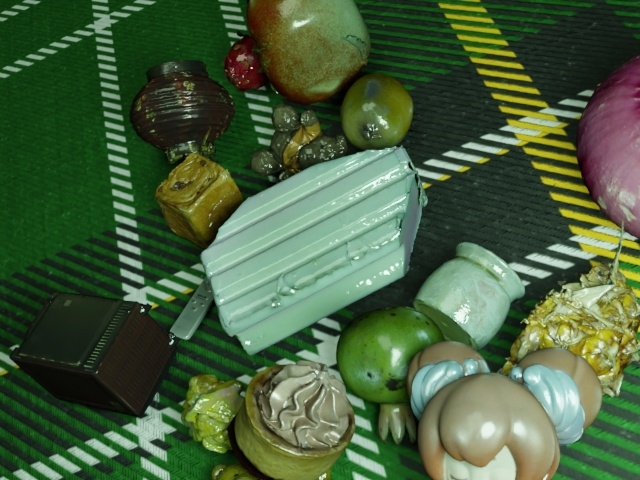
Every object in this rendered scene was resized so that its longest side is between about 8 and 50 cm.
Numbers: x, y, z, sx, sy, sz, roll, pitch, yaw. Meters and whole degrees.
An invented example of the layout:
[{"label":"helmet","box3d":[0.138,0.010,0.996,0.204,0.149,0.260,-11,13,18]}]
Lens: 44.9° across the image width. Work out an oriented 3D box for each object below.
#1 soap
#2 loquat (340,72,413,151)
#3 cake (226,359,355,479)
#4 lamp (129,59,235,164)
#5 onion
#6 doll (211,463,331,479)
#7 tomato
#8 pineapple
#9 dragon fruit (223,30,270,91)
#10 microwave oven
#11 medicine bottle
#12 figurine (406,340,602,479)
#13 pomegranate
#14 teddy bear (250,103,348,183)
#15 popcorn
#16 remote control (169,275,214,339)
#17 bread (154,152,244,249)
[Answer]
[{"label":"soap","box3d":[0.000,0.000,1.484,0.446,0.156,0.261,-29,51,4]},{"label":"loquat","box3d":[0.119,-0.273,1.623,0.152,0.152,0.195,-3,45,22]},{"label":"cake","box3d":[-0.041,0.275,1.261,0.208,0.178,0.185,8,37,-9]},{"label":"lamp","box3d":[-0.315,-0.288,1.781,0.247,0.247,0.247,-12,55,17]},{"label":"onion","box3d":[0.606,-0.177,1.247,0.358,0.345,0.358,7,38,-5]},{"label":"doll","box3d":[-0.085,0.411,1.290,0.210,0.097,0.137,-15,48,8]},{"label":"tomato","box3d":[-0.021,-0.461,1.718,0.239,0.303,0.303,-18,53,14]},{"label":"pineapple","box3d":[0.406,0.155,1.197,0.334,0.158,0.161,-41,52,-7]},{"label":"dragon fruit","box3d":[-0.161,-0.429,1.867,0.133,0.136,0.166,22,36,2]},{"label":"microwave oven","box3d":[-0.433,0.220,1.516,0.247,0.188,0.178,3,54,30]},{"label":"medicine bottle","box3d":[0.251,0.095,1.314,0.147,0.147,0.143,30,71,36]},{"label":"figurine","box3d":[0.239,0.341,1.063,0.277,0.248,0.388,1,88,19]},{"label":"pomegranate","box3d":[0.121,0.221,1.282,0.187,0.187,0.225,-3,85,22]},{"label":"teddy bear","box3d":[-0.031,-0.187,1.651,0.190,0.140,0.177,31,107,27]},{"label":"popcorn","box3d":[-0.183,0.309,1.389,0.126,0.126,0.145,-16,32,-18]},{"label":"remote control","box3d":[-0.242,0.125,1.593,0.050,0.027,0.184,15,61,30]},{"label":"bread","box3d":[-0.256,-0.080,1.661,0.149,0.143,0.158,-43,51,-16]}]
